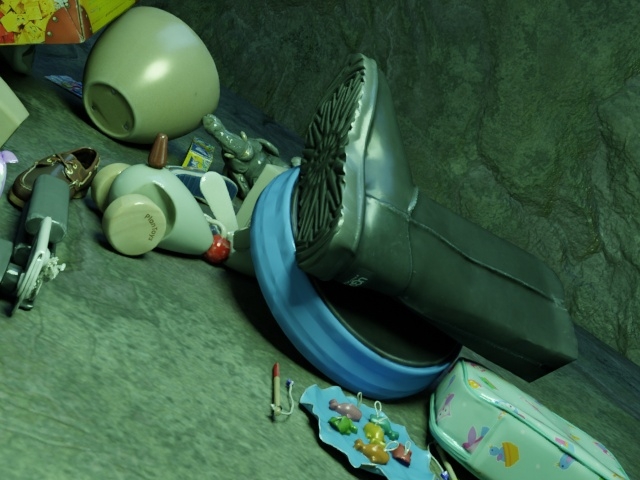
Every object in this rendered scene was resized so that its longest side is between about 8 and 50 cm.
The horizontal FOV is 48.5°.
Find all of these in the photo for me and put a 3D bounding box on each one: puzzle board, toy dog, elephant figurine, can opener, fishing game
[{"bbox_3d":[-0.587,-0.368,1.688,0.096,0.011,0.128,30,12,-5],"label":"puzzle board"},{"bbox_3d":[-0.182,-0.053,1.072,0.220,0.161,0.334,39,15,29],"label":"toy dog"},{"bbox_3d":[-0.151,-0.172,1.589,0.239,0.186,0.169,37,41,7],"label":"elephant figurine"},{"bbox_3d":[-0.322,-0.010,0.780,0.093,0.074,0.280,25,14,-21],"label":"can opener"},{"bbox_3d":[0.060,0.225,0.850,0.264,0.041,0.189,29,10,-9],"label":"fishing game"}]

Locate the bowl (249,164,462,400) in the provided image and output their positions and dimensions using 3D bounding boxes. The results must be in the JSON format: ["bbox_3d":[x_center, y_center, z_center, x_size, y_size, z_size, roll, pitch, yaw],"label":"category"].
[{"bbox_3d":[0.074,0.042,1.071,0.391,0.077,0.391,27,44,-29],"label":"bowl"}]

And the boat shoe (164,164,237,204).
[{"bbox_3d":[-0.241,-0.117,1.399,0.066,0.066,0.183,39,14,35],"label":"boat shoe"}]

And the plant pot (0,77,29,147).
[{"bbox_3d":[-0.480,-0.177,1.005,0.096,0.109,0.109,39,9,-22],"label":"plant pot"}]

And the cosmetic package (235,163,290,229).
[{"bbox_3d":[0.000,0.000,1.323,0.296,0.153,0.129,37,13,18],"label":"cosmetic package"}]

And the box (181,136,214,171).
[{"bbox_3d":[-0.274,-0.181,1.583,0.054,0.059,0.169,26,13,-14],"label":"box"}]

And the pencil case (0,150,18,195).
[{"bbox_3d":[-0.444,-0.086,0.761,0.206,0.088,0.086,18,17,-49],"label":"pencil case"}]

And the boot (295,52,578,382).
[{"bbox_3d":[0.187,-0.029,1.050,0.445,0.146,0.366,24,57,-24],"label":"boot"}]

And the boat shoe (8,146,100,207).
[{"bbox_3d":[-0.369,-0.093,1.001,0.073,0.073,0.207,30,14,-8],"label":"boat shoe"}]

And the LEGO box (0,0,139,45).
[{"bbox_3d":[-0.565,-0.491,1.284,0.373,0.193,0.500,-2,26,-2],"label":"LEGO box"}]

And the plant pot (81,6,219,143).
[{"bbox_3d":[-0.380,-0.312,1.476,0.284,0.284,0.191,32,46,3],"label":"plant pot"}]

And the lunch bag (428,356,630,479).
[{"bbox_3d":[0.283,0.284,0.978,0.279,0.107,0.224,35,7,3],"label":"lunch bag"}]

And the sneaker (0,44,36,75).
[{"bbox_3d":[-0.703,-0.436,1.533,0.129,0.111,0.297,-4,30,-43],"label":"sneaker"}]
